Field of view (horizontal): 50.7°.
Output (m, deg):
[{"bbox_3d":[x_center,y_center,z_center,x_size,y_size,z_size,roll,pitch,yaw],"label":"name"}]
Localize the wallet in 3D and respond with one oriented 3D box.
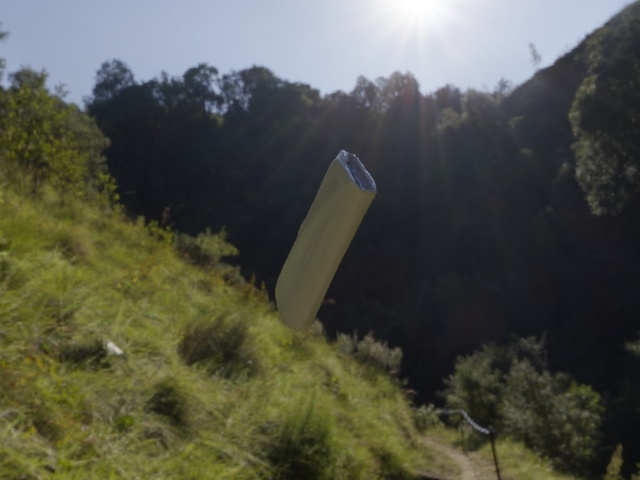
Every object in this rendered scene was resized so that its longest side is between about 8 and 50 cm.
[{"bbox_3d":[0.000,0.000,0.478,0.025,0.061,0.122,15,-62,-21],"label":"wallet"}]
